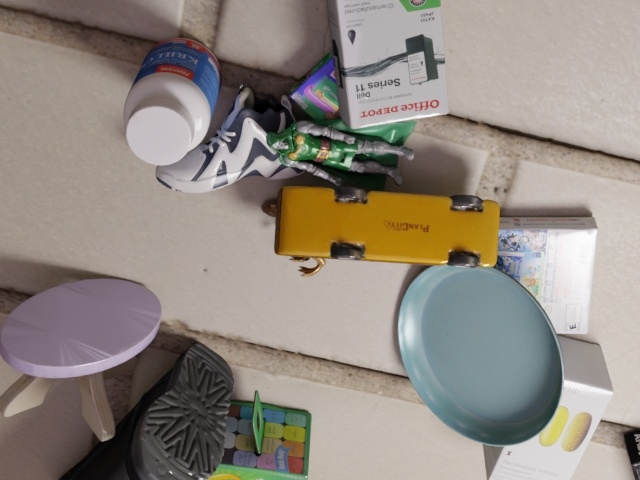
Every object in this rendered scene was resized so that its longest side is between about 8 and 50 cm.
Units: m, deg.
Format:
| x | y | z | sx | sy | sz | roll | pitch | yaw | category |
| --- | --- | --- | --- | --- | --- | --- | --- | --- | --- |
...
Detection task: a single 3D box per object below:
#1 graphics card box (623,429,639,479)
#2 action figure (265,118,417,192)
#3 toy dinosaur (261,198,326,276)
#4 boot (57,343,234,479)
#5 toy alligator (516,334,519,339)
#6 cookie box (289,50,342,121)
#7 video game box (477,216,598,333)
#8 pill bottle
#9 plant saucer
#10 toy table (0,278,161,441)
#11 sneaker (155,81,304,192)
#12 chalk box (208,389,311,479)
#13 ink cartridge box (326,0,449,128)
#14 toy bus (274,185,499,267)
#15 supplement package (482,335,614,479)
| x | y | z | sx | sy | sz | roll | pitch | yaw | category |
| --- | --- | --- | --- | --- | --- | --- | --- | --- | --- |
| 0.742 | 0.403 | 2.115 | 0.371 | 0.094 | 0.233 | -18 | 118 | 12 | graphics card box |
| 0.024 | -0.133 | 1.811 | 0.232 | 0.063 | 0.137 | 7 | 120 | -25 | action figure |
| 0.000 | 0.000 | 1.932 | 0.211 | 0.064 | 0.112 | 18 | 118 | -8 | toy dinosaur |
| -0.346 | 0.413 | 2.024 | 0.146 | 0.367 | 0.445 | 45 | 113 | -8 | boot |
| 0.296 | 0.183 | 2.008 | 0.051 | 0.056 | 0.190 | 31 | 150 | 15 | toy alligator |
| 0.023 | -0.227 | 1.810 | 0.107 | 0.040 | 0.092 | -40 | 112 | 22 | cookie box |
| 0.346 | 0.058 | 1.959 | 0.187 | 0.048 | 0.205 | -1 | 120 | 1 | video game box |
| -0.214 | -0.197 | 1.735 | 0.124 | 0.221 | 0.124 | 1 | 120 | 2 | pill bottle |
| 0.262 | 0.177 | 1.949 | 0.317 | 0.043 | 0.317 | 17 | 117 | 38 | plant saucer |
| -0.396 | 0.187 | 1.974 | 0.274 | 0.252 | 0.161 | -8 | 136 | -30 | toy table |
| -0.142 | -0.163 | 1.827 | 0.235 | 0.094 | 0.153 | -5 | 119 | 5 | sneaker |
| -0.112 | 0.400 | 2.105 | 0.179 | 0.180 | 0.289 | 9 | 122 | -2 | chalk box |
| 0.096 | -0.275 | 1.723 | 0.153 | 0.087 | 0.208 | -10 | 112 | -6 | ink cartridge box |
| 0.100 | -0.018 | 1.856 | 0.332 | 0.130 | 0.108 | 4 | 86 | -6 | toy bus |
| 0.379 | 0.293 | 2.044 | 0.139 | 0.134 | 0.244 | 14 | 120 | -6 | supplement package |
